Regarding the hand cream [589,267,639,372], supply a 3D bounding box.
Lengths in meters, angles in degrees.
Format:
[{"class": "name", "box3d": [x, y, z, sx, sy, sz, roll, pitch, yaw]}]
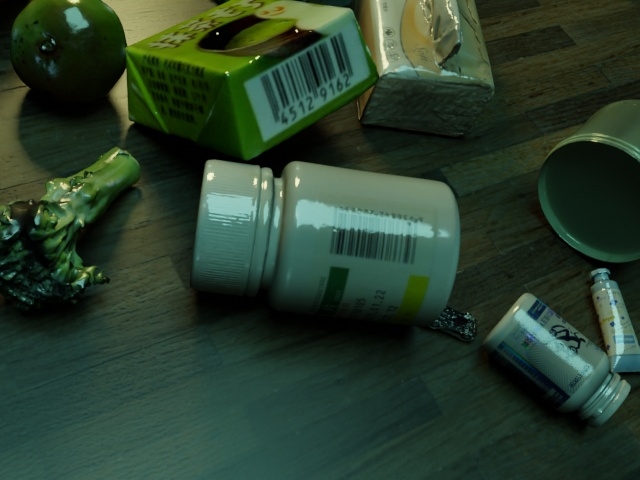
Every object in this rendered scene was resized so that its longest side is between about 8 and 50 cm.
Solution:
[{"class": "hand cream", "box3d": [0.458, 0.125, 1.190, 0.065, 0.043, 0.171, -1, 61, -10]}]

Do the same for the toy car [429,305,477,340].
[{"class": "toy car", "box3d": [0.189, 0.119, 1.129, 0.093, 0.025, 0.041, 22, 52, -6]}]

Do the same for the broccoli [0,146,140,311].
[{"class": "broccoli", "box3d": [-0.342, -0.038, 1.037, 0.145, 0.165, 0.304, 1, 34, 24]}]

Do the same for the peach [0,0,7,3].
[{"class": "peach", "box3d": [-0.557, -0.477, 1.221, 0.232, 0.232, 0.257, -17, 72, -25]}]

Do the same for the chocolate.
[{"class": "chocolate", "box3d": [-0.115, -0.266, 1.177, 0.288, 0.137, 0.301, 22, 45, 39]}]

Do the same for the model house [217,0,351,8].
[{"class": "model house", "box3d": [-0.046, -0.558, 1.397, 0.230, 0.249, 0.280, 42, 56, 16]}]

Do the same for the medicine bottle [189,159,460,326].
[{"class": "medicine bottle", "box3d": [0.000, 0.000, 1.047, 0.339, 0.208, 0.208, 7, 55, -9]}]

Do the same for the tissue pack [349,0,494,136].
[{"class": "tissue pack", "box3d": [0.181, -0.371, 1.345, 0.238, 0.238, 0.306, 6, 55, -11]}]

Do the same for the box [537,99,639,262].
[{"class": "box", "box3d": [0.486, -0.095, 1.234, 0.226, 0.226, 0.149, 44, 56, 16]}]

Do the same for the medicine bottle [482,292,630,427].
[{"class": "medicine bottle", "box3d": [0.335, 0.172, 1.082, 0.191, 0.107, 0.107, 40, 55, 14]}]

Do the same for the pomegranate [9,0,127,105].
[{"class": "pomegranate", "box3d": [-0.379, -0.304, 1.196, 0.180, 0.180, 0.210, 26, 22, 3]}]
